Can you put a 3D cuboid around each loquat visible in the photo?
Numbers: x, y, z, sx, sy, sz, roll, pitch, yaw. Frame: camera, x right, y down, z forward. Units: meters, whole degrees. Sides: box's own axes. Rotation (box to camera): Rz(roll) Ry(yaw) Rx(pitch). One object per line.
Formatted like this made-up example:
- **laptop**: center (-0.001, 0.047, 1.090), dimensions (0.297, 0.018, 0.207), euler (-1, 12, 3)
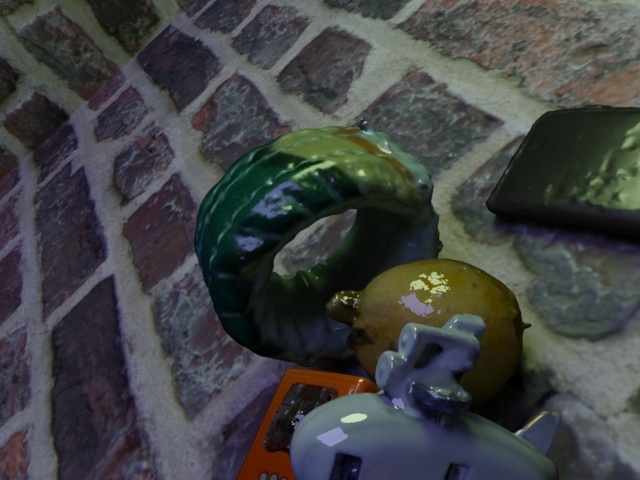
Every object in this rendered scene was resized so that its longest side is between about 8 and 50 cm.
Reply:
- **loquat**: center (0.105, 0.090, 0.669), dimensions (0.172, 0.204, 0.149), euler (154, 128, -83)

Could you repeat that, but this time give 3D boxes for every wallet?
- **wallet**: center (0.337, -0.073, 0.725), dimensions (0.309, 0.042, 0.165), euler (14, 65, 51)

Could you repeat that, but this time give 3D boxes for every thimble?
- **thimble**: center (0.000, 0.000, 0.791), dimensions (0.288, 0.254, 0.167), euler (-44, 37, 5)

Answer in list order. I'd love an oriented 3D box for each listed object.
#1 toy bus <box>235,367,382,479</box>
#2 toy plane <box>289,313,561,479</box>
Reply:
- **toy bus**: center (-0.022, 0.289, 0.607), dimensions (0.143, 0.153, 0.329), euler (-2, 53, 43)
- **toy plane**: center (0.089, 0.178, 0.549), dimensions (0.245, 0.245, 0.117), euler (-46, 19, -4)
